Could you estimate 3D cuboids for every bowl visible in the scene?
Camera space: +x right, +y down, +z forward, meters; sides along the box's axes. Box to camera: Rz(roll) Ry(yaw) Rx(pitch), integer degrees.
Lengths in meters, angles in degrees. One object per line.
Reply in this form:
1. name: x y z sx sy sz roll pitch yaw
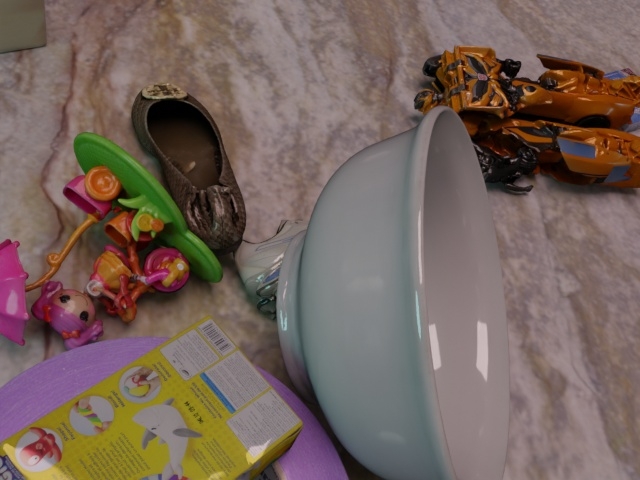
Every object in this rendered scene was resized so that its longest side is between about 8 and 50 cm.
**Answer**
1. bowl: 0.056 0.055 0.580 0.134 0.298 0.298 -7 46 23

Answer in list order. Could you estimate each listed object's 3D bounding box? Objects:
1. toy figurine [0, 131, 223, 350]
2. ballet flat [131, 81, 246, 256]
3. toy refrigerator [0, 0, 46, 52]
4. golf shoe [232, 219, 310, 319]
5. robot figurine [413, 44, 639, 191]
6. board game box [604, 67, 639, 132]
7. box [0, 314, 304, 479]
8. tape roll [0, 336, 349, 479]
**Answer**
1. toy figurine: -0.193 0.026 0.617 0.173 0.130 0.159 46 65 -10
2. ballet flat: -0.128 -0.087 0.723 0.084 0.058 0.250 -11 47 -17
3. toy refrigerator: -0.425 -0.240 0.745 0.269 0.094 0.102 -18 60 -28
4. golf shoe: 0.000 0.000 0.705 0.176 0.069 0.086 -21 55 -31
5. robot figurine: 0.255 -0.152 0.885 0.290 0.085 0.211 8 53 -11
6. board game box: 0.410 -0.189 1.005 0.090 0.020 0.090 -19 61 -28
7. box: -0.110 0.134 0.464 0.179 0.043 0.105 -29 66 -36
8. tape roll: -0.116 0.204 0.493 0.274 0.090 0.275 8 51 -10
